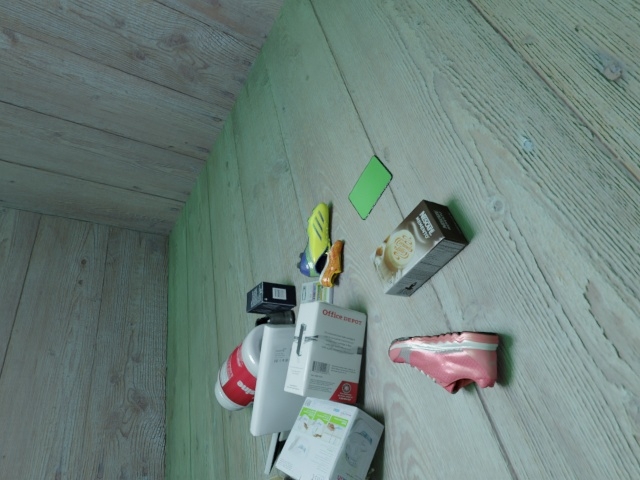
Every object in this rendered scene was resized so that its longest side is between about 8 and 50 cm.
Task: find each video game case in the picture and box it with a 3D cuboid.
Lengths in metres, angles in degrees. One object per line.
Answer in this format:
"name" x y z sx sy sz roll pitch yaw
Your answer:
"video game case" -0.018 0.257 1.555 0.193 0.023 0.213 -18 64 54
"video game case" -0.156 0.721 1.520 0.173 0.022 0.191 10 -87 -83

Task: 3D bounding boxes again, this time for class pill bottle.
"pill bottle" -0.272 0.527 1.669 0.408 0.229 0.229 -50 41 37

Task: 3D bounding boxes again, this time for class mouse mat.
"mouse mat" 0.167 -0.182 1.429 0.190 0.007 0.153 -60 36 28

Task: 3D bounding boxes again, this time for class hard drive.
"hard drive" -0.102 0.460 1.394 0.047 0.233 0.353 10 93 56

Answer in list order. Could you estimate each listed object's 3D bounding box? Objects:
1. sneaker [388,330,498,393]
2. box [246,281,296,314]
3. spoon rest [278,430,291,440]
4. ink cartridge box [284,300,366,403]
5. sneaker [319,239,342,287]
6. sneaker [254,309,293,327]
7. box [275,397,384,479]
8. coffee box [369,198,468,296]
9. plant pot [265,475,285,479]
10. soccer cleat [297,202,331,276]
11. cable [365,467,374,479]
"sneaker" 0.278 0.296 0.992 0.314 0.115 0.136 -26 60 52
"box" -0.208 0.246 1.731 0.158 0.156 0.093 -37 49 47
"spoon rest" -0.029 0.730 1.379 0.276 0.084 0.137 34 110 42
"ink cartridge box" 0.021 0.341 1.273 0.114 0.197 0.273 -17 58 55
"sneaker" 0.053 0.084 1.484 0.067 0.064 0.175 14 85 22
"sneaker" -0.229 0.369 1.750 0.286 0.130 0.109 -49 44 40
"box" 0.020 0.598 1.201 0.262 0.126 0.231 -18 38 54
"coffee box" 0.258 0.026 1.129 0.246 0.098 0.141 -52 41 35
"plant pot" -0.188 0.977 1.393 0.191 0.284 0.284 55 135 5
"soccer cleat" 0.000 0.001 1.579 0.121 0.093 0.289 12 84 28
"cable" 0.056 0.739 1.222 0.287 0.072 0.140 -42 60 37
